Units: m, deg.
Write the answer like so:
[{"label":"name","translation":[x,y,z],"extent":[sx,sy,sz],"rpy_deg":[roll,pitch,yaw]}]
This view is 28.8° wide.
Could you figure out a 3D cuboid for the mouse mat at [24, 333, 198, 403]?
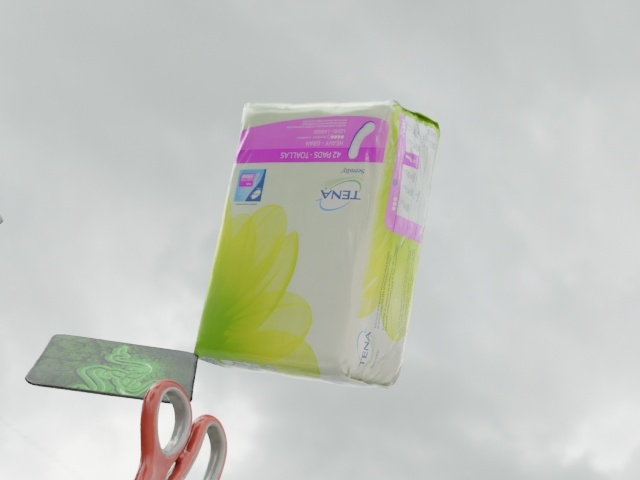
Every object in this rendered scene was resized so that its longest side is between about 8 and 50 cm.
[{"label":"mouse mat","translation":[-0.196,0.122,1.206],"extent":[0.152,0.190,0.007],"rpy_deg":[8,-81,-5]}]

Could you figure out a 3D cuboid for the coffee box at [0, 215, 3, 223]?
[{"label":"coffee box","translation":[-0.487,-0.082,1.264],"extent":[0.119,0.168,0.297],"rpy_deg":[-13,-64,40]}]

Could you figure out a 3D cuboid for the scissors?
[{"label":"scissors","translation":[-0.141,0.230,0.959],"extent":[0.021,0.297,0.109],"rpy_deg":[-13,-57,27]}]

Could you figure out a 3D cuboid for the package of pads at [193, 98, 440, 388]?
[{"label":"package of pads","translation":[0.000,0.000,1.318],"extent":[0.229,0.297,0.101],"rpy_deg":[4,-11,40]}]
